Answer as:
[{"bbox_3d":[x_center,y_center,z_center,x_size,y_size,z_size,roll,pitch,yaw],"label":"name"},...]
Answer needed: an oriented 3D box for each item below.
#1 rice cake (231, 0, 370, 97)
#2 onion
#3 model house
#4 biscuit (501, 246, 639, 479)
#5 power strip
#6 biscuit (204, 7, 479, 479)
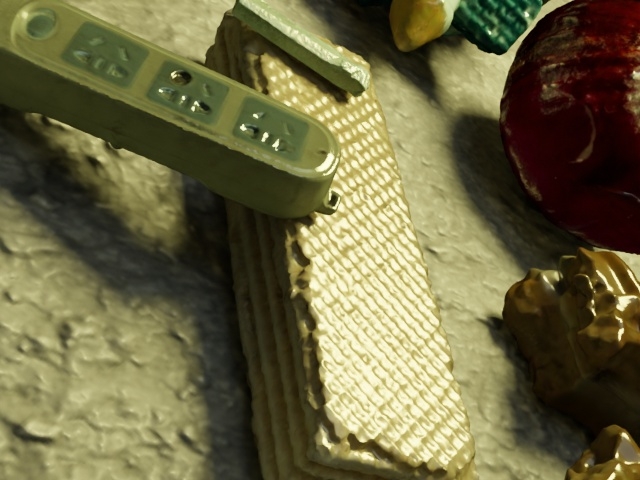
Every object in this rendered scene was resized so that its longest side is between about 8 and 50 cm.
[{"bbox_3d":[-0.014,-0.148,1.009,0.121,0.021,0.022,33,44,-16],"label":"rice cake"},{"bbox_3d":[0.267,-0.104,1.255,0.207,0.216,0.206,35,59,-22],"label":"onion"},{"bbox_3d":[0.103,-0.267,1.307,0.253,0.184,0.291,43,46,-16],"label":"model house"},{"bbox_3d":[0.254,0.176,1.015,0.268,0.115,0.366,37,35,-14],"label":"biscuit"},{"bbox_3d":[-0.113,-0.090,0.874,0.286,0.048,0.080,25,43,-4],"label":"power strip"},{"bbox_3d":[0.000,0.000,0.950,0.144,0.078,0.426,22,39,-31],"label":"biscuit"}]
